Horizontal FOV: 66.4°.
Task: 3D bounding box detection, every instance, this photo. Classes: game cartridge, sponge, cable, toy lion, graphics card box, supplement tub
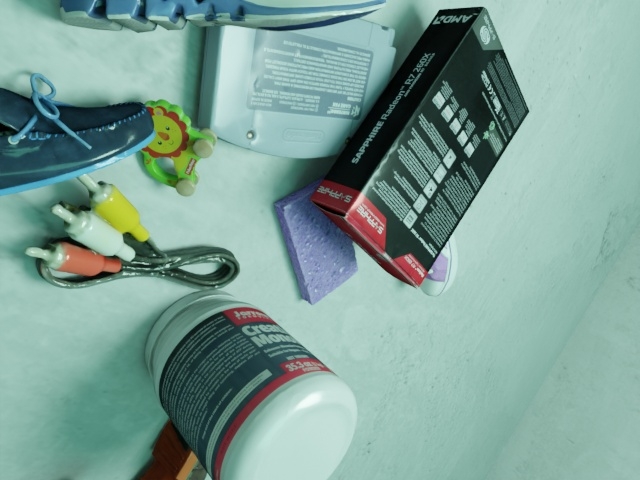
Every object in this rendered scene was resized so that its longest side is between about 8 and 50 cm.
[{"bbox_3d":[-0.024,-0.211,0.662,0.294,0.060,0.196,-6,113,-41],"label":"game cartridge"},{"bbox_3d":[0.000,0.000,0.816,0.117,0.031,0.210,-34,131,-25],"label":"sponge"},{"bbox_3d":[-0.215,0.032,0.603,0.140,0.072,0.287,-53,138,1],"label":"cable"},{"bbox_3d":[-0.177,-0.110,0.570,0.096,0.034,0.100,23,127,-17],"label":"toy lion"},{"bbox_3d":[0.170,-0.139,0.766,0.232,0.094,0.371,40,81,-41],"label":"graphics card box"},{"bbox_3d":[-0.102,0.200,0.653,0.191,0.272,0.191,-22,126,-34],"label":"supplement tub"}]

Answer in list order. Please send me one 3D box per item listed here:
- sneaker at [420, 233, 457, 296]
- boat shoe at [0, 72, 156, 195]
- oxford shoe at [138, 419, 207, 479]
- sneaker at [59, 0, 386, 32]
[{"bbox_3d":[0.174,-0.006,0.936,0.160,0.102,0.283,-19,114,-31],"label":"sneaker"},{"bbox_3d":[-0.280,-0.096,0.448,0.258,0.109,0.089,-27,125,-32],"label":"boat shoe"},{"bbox_3d":[-0.240,0.405,0.773,0.272,0.096,0.098,-58,143,-2],"label":"oxford shoe"},{"bbox_3d":[-0.089,-0.295,0.452,0.315,0.127,0.183,-4,109,-9],"label":"sneaker"}]
